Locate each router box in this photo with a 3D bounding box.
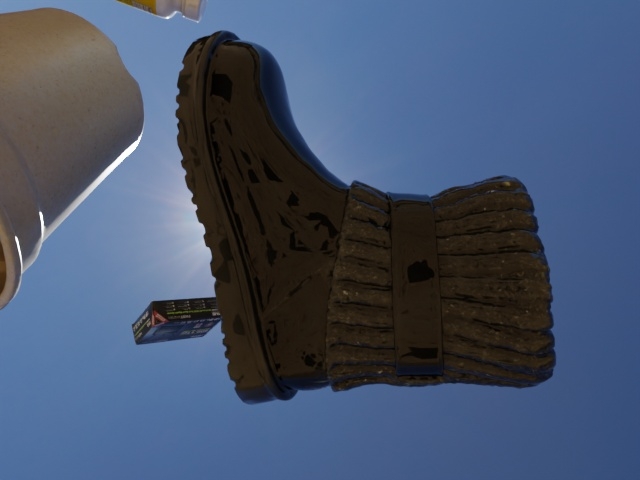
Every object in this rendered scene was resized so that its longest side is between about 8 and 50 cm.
[{"bbox_3d":[-0.230,0.130,0.846,0.092,0.122,0.038,-41,-121,42],"label":"router box"}]

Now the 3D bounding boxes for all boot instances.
[{"bbox_3d":[0.037,-0.036,0.446,0.260,0.131,0.348,-13,-91,15],"label":"boot"}]

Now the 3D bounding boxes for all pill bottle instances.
[{"bbox_3d":[-0.172,-0.262,0.519,0.116,0.065,0.065,17,-111,-11],"label":"pill bottle"}]

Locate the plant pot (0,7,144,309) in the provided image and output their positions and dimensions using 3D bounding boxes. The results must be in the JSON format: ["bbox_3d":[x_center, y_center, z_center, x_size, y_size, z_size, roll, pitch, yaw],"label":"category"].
[{"bbox_3d":[-0.394,-0.135,0.634,0.334,0.333,0.305,-1,-146,26],"label":"plant pot"}]
